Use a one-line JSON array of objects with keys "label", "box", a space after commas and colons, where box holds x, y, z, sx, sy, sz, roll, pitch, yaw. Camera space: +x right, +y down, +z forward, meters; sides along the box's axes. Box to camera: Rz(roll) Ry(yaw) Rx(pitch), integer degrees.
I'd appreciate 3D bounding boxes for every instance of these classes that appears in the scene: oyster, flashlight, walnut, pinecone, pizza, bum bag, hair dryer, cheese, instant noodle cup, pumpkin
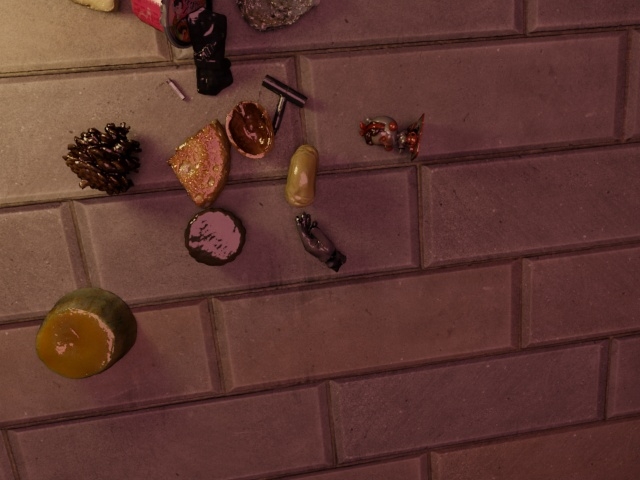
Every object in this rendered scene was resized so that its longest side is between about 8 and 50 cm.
[{"label": "oyster", "box": [-0.154, -0.837, 1.644, 0.267, 0.112, 0.198, -31, 105, -3]}, {"label": "flashlight", "box": [-0.520, -0.543, 1.710, 0.018, 0.018, 0.083, -38, 105, 2]}, {"label": "walnut", "box": [-0.260, -0.402, 1.744, 0.167, 0.087, 0.211, -21, 107, -9]}, {"label": "pinecone", "box": [-0.732, -0.279, 1.639, 0.257, 0.243, 0.243, -39, 105, -3]}, {"label": "pizza", "box": [-0.444, -0.285, 1.749, 0.226, 0.086, 0.336, 9, 100, -5]}, {"label": "bum bag", "box": [-0.374, -0.641, 1.631, 0.137, 0.074, 0.310, -20, 143, -20]}, {"label": "hair dryer", "box": [-0.168, -0.485, 1.763, 0.173, 0.050, 0.195, 29, 101, -10]}, {"label": "cheese", "box": [-0.066, -0.237, 1.749, 0.117, 0.214, 0.226, 7, 109, -5]}, {"label": "instant noodle cup", "box": [-0.497, -0.784, 1.550, 0.181, 0.302, 0.258, 25, 88, 10]}, {"label": "pumpkin", "box": [-0.879, 0.364, 1.791, 0.332, 0.199, 0.333, -3, 104, -10]}]

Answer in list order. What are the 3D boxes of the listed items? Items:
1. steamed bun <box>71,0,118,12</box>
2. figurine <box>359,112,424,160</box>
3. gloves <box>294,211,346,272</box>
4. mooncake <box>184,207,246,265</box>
[{"label": "steamed bun", "box": [-0.755, -0.877, 1.553, 0.231, 0.110, 0.213, 19, 117, -15]}, {"label": "figurine", "box": [0.255, -0.402, 1.783, 0.226, 0.183, 0.160, 10, 93, 3]}, {"label": "gloves", "box": [-0.003, 0.010, 1.860, 0.119, 0.142, 0.285, -44, 106, -25]}, {"label": "mooncake", "box": [-0.396, -0.018, 1.802, 0.228, 0.124, 0.228, -3, 102, -12]}]
